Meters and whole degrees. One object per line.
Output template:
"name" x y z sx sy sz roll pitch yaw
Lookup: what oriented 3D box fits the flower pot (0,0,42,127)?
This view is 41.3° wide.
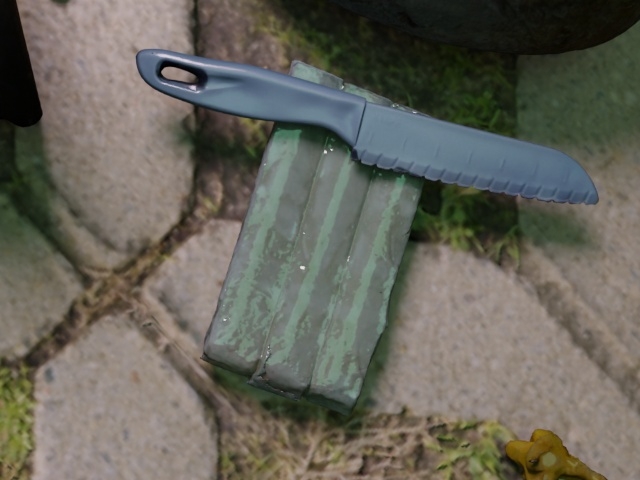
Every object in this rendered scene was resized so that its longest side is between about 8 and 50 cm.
"flower pot" -0.303 -0.133 0.451 0.267 0.266 0.266 -15 89 -16

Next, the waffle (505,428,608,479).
"waffle" 0.285 0.211 0.567 0.293 0.069 0.259 -23 88 -4

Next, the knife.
"knife" 0.034 -0.070 0.546 0.313 0.019 0.044 13 94 -4

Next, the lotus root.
"lotus root" 0.058 -0.205 0.521 0.322 0.140 0.158 10 123 1

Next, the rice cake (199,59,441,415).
"rice cake" 0.000 0.000 0.566 0.124 0.038 0.211 22 85 -3
